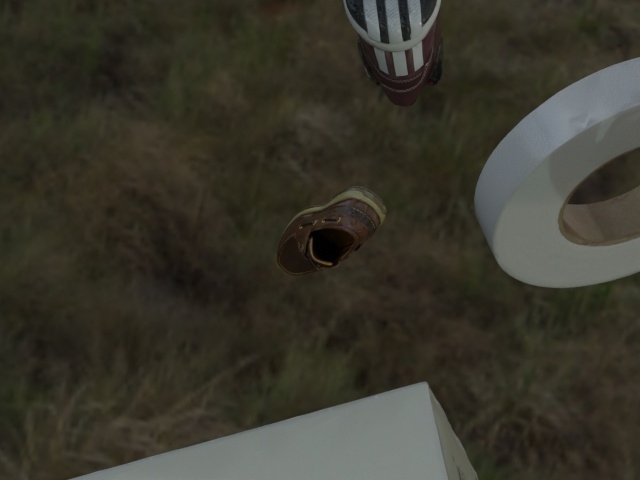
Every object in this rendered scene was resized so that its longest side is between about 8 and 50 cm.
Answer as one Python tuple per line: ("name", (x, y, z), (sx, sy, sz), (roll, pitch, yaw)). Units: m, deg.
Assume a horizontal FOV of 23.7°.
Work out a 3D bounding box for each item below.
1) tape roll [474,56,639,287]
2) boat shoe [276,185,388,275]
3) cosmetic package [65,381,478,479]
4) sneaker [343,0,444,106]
("tape roll", (0.386, -0.082, 1.920), (0.392, 0.392, 0.072), (0, 51, -29))
("boat shoe", (0.000, 0.000, 1.619), (0.064, 0.178, 0.060), (41, 54, -13))
("cosmetic package", (-0.050, 0.203, 0.894), (0.296, 0.153, 0.129), (-17, 57, 10))
("sneaker", (0.062, -0.236, 1.363), (0.106, 0.162, 0.281), (-2, 52, 8))
